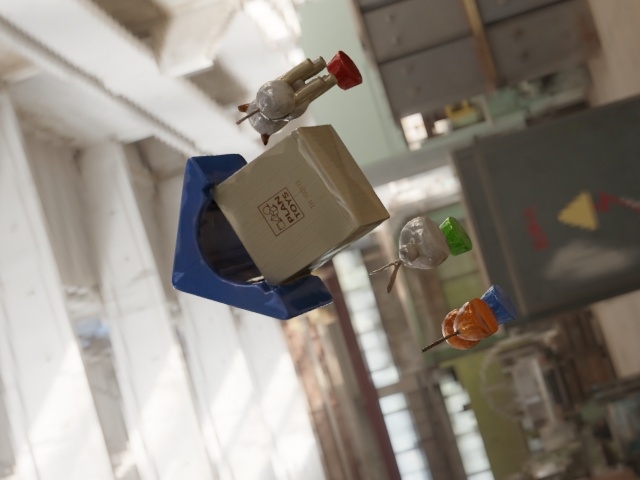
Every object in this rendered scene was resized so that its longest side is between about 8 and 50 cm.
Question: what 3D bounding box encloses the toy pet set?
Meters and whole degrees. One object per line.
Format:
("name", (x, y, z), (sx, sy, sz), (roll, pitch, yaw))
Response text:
("toy pet set", (0.000, 0.000, 0.509), (0.122, 0.065, 0.114), (57, -161, 6))
